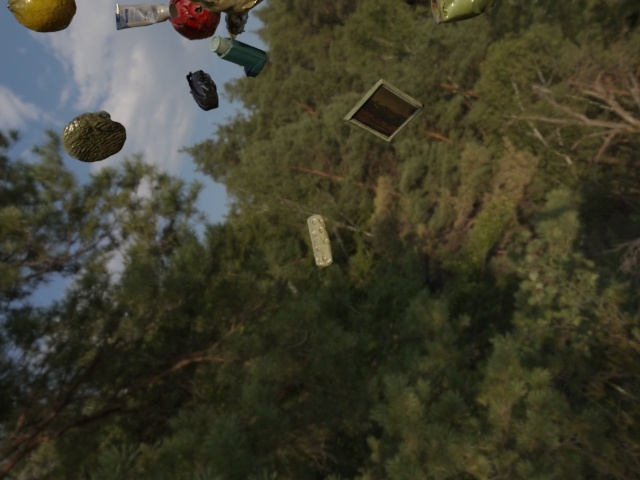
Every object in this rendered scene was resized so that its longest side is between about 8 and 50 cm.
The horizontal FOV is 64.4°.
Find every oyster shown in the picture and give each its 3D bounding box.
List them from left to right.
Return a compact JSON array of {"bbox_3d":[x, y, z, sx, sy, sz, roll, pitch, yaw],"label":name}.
[{"bbox_3d":[-0.310,-0.829,1.868,0.105,0.056,0.177,-6,-81,-57],"label":"oyster"}]

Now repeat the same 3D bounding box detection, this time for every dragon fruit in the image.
[{"bbox_3d":[-0.548,-0.991,2.214,0.241,0.252,0.241,-19,-64,-43],"label":"dragon fruit"}]

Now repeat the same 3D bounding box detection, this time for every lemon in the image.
[{"bbox_3d":[-0.948,-0.811,1.733,0.231,0.192,0.192,-31,-37,-44],"label":"lemon"}]

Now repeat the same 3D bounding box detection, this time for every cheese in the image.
[{"bbox_3d":[0.000,0.000,1.732,0.043,0.064,0.194,59,-162,-61],"label":"cheese"}]

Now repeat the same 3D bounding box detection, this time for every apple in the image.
[{"bbox_3d":[0.431,-0.757,1.550,0.207,0.188,0.174,134,125,-87],"label":"apple"}]

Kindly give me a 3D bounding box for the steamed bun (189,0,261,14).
[{"bbox_3d":[-0.295,-0.913,1.621,0.324,0.230,0.372,11,-62,-51],"label":"steamed bun"}]

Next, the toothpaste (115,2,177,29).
[{"bbox_3d":[-0.682,-0.876,1.969,0.061,0.265,0.096,-25,-65,-70],"label":"toothpaste"}]

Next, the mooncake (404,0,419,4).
[{"bbox_3d":[0.408,-1.096,2.106,0.228,0.124,0.228,-47,-2,-2],"label":"mooncake"}]

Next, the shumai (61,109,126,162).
[{"bbox_3d":[-0.974,-0.457,2.127,0.271,0.203,0.222,1,-57,-60],"label":"shumai"}]

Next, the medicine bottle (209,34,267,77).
[{"bbox_3d":[-0.321,-0.724,1.991,0.258,0.124,0.079,4,-107,-49],"label":"medicine bottle"}]

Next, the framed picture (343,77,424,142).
[{"bbox_3d":[0.231,-0.453,1.808,0.197,0.252,0.014,-44,51,30],"label":"framed picture"}]

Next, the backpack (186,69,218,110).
[{"bbox_3d":[-0.476,-0.614,2.099,0.105,0.165,0.120,-29,-20,-21],"label":"backpack"}]
